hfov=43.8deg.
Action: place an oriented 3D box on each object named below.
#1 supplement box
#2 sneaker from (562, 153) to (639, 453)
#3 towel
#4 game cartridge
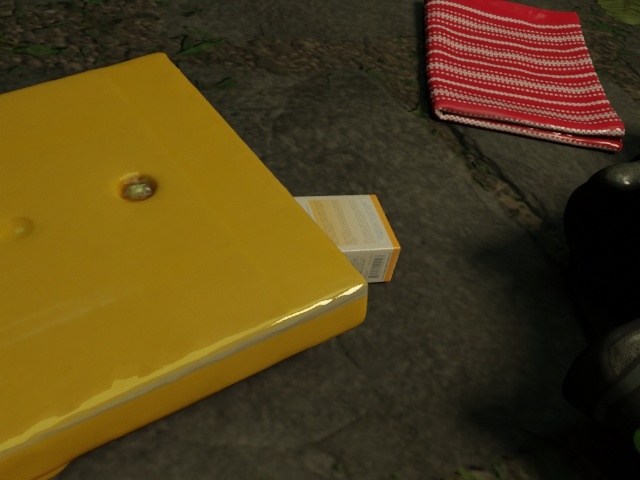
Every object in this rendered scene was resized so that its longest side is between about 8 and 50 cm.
[{"bbox_3d":[0.000,0.000,0.577,0.099,0.036,0.062,-2,43,-17],"label":"supplement box"},{"bbox_3d":[0.290,-0.025,0.573,0.202,0.185,0.482,26,40,9],"label":"sneaker"},{"bbox_3d":[0.212,-0.197,0.871,0.199,0.031,0.274,10,40,-3],"label":"towel"},{"bbox_3d":[-0.181,0.010,0.486,0.324,0.052,0.285,-23,51,-23],"label":"game cartridge"}]
